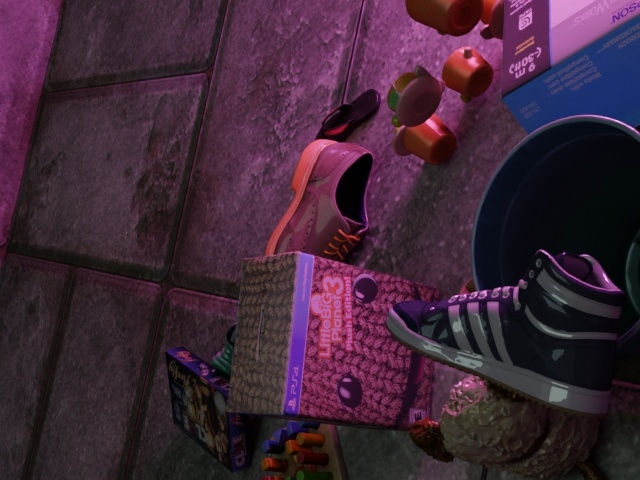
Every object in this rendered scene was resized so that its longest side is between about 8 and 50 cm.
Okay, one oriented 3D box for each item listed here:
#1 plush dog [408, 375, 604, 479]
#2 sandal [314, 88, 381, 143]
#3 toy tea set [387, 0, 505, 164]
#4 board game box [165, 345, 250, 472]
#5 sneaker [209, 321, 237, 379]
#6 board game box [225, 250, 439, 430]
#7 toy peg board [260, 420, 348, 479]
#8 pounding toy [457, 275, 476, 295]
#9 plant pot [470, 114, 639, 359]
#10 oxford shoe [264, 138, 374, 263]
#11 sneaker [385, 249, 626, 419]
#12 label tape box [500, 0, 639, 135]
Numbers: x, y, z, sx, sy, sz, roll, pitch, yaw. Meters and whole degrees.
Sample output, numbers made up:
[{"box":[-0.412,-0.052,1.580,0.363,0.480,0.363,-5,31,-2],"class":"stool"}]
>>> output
[{"box":[0.244,0.230,1.232,0.262,0.225,0.211,-49,45,29],"class":"plush dog"},{"box":[0.038,-0.222,1.787,0.179,0.040,0.067,-39,51,37],"class":"sandal"},{"box":[0.177,-0.281,1.513,0.124,0.200,0.336,45,119,39],"class":"toy tea set"},{"box":[-0.219,0.321,1.873,0.243,0.042,0.165,22,121,52],"class":"board game box"},{"box":[-0.142,0.214,1.860,0.083,0.098,0.224,43,138,10],"class":"sneaker"},{"box":[0.024,0.161,1.475,0.141,0.291,0.232,-9,72,50],"class":"board game box"},{"box":[-0.046,0.377,1.662,0.161,0.079,0.161,-41,49,35],"class":"toy peg board"},{"box":[0.260,0.081,1.290,0.181,0.094,0.206,-48,2,30],"class":"pounding toy"},{"box":[0.362,0.016,1.131,0.271,0.255,0.272,-17,68,49],"class":"plant pot"},{"box":[0.000,0.000,1.696,0.132,0.130,0.364,10,86,46],"class":"oxford shoe"},{"box":[0.196,0.070,1.036,0.282,0.099,0.153,20,102,44],"class":"sneaker"},{"box":[0.364,-0.260,1.270,0.249,0.115,0.348,-29,38,42],"class":"label tape box"}]
